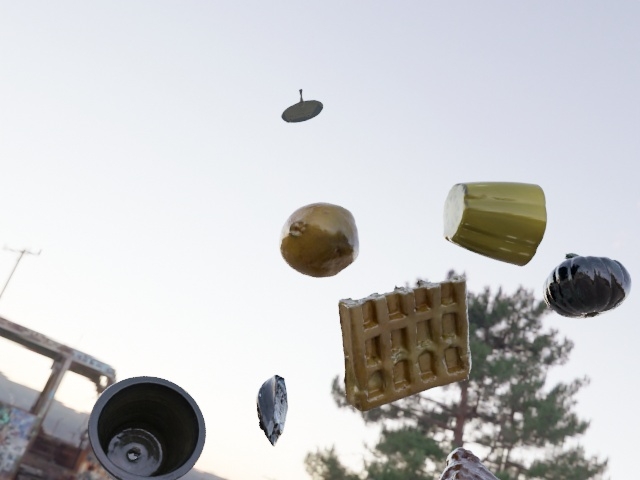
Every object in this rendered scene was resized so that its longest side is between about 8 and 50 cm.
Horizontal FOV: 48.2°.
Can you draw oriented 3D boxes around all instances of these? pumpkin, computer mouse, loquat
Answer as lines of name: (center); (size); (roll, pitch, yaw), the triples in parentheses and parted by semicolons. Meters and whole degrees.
pumpkin: (0.600, 0.106, 1.609); (0.194, 0.149, 0.194); (6, 1, 0)
computer mouse: (-0.087, 0.289, 1.223); (0.047, 0.135, 0.079); (-10, -51, 12)
loquat: (0.000, 0.000, 1.724); (0.187, 0.176, 0.234); (-28, -26, 27)

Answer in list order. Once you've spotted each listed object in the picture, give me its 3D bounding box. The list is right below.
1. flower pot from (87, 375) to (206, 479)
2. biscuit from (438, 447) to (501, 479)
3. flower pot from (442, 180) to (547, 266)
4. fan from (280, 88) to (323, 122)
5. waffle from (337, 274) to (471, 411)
flower pot: (-0.370, 0.414, 1.470); (0.235, 0.235, 0.148); (24, -46, -11)
biscuit: (0.253, 0.678, 1.507); (0.166, 0.394, 0.343); (28, 13, 15)
flower pot: (0.372, -0.050, 1.576); (0.179, 0.195, 0.195); (10, -20, -13)
fan: (-0.047, -0.338, 1.803); (0.113, 0.005, 0.175); (-15, -17, -4)
waffle: (0.219, 0.253, 1.773); (0.349, 0.304, 0.077); (-13, 20, -16)
